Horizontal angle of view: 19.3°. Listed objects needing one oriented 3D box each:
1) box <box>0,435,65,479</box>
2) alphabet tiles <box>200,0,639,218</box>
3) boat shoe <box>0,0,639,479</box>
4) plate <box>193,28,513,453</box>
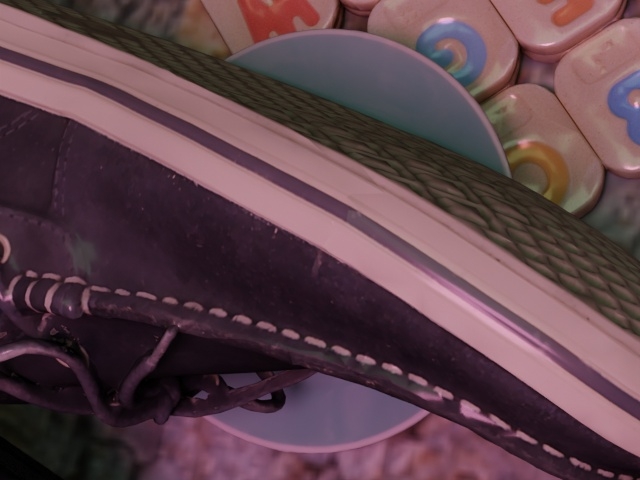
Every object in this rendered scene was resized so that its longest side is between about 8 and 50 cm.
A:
[{"bbox_3d":[-0.178,0.142,0.749,0.108,0.207,0.153,30,82,22],"label":"box"},{"bbox_3d":[0.088,-0.147,0.876,0.284,0.021,0.278,-32,67,3],"label":"alphabet tiles"},{"bbox_3d":[-0.067,0.003,0.756,0.500,0.187,0.156,21,97,28],"label":"boat shoe"},{"bbox_3d":[0.000,0.000,0.834,0.188,0.024,0.188,-3,83,22],"label":"plate"}]
